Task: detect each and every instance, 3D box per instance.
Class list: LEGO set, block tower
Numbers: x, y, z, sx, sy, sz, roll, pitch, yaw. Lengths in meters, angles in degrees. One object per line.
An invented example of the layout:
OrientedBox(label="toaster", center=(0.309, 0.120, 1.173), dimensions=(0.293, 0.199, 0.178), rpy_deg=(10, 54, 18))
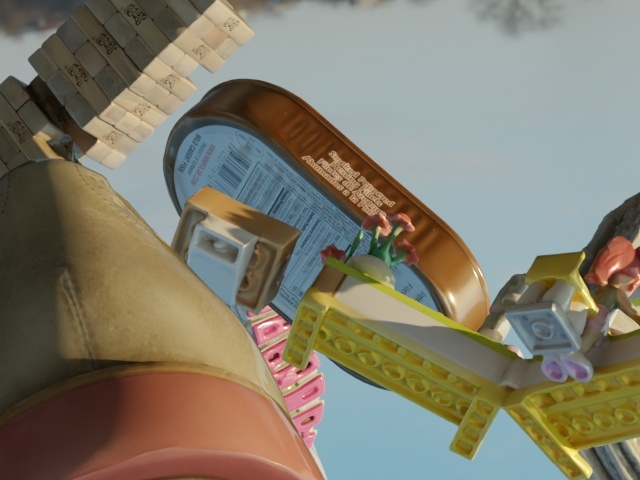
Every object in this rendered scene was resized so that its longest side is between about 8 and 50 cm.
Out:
OrientedBox(label="LEGO set", center=(0.083, 0.014, 0.774), dimensions=(0.287, 0.132, 0.107), rpy_deg=(3, -136, 34))
OrientedBox(label="block tower", center=(-0.213, -0.097, 1.567), dimensions=(0.335, 0.091, 0.097), rpy_deg=(-43, 157, 6))

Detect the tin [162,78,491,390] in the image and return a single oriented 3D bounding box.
OrientedBox(label="tin", center=(0.000, 0.000, 0.945), dimensions=(0.040, 0.190, 0.106), rpy_deg=(-44, 172, -37))

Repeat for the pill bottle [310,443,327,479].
OrientedBox(label="pill bottle", center=(-0.063, 0.197, 1.532), dimensions=(0.131, 0.131, 0.229), rpy_deg=(-11, -136, -12))

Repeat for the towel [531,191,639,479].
OrientedBox(label="towel", center=(0.197, 0.091, 1.049), dimensions=(0.049, 0.187, 0.282), rpy_deg=(-26, -172, 26))

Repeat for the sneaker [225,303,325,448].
OrientedBox(label="sneaker", center=(-0.048, 0.073, 1.265), dimensions=(0.063, 0.170, 0.075), rpy_deg=(-23, -161, -37))

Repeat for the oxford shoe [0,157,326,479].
OrientedBox(label="oxford shoe", center=(-0.043, 0.121, 0.559), dimensions=(0.123, 0.348, 0.130), rpy_deg=(-10, -132, -12))
